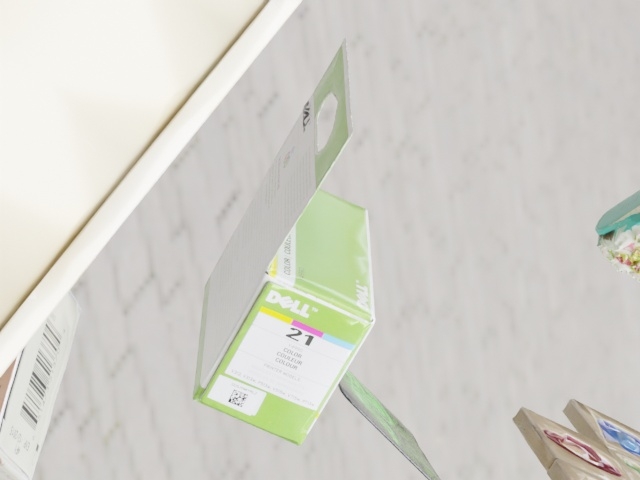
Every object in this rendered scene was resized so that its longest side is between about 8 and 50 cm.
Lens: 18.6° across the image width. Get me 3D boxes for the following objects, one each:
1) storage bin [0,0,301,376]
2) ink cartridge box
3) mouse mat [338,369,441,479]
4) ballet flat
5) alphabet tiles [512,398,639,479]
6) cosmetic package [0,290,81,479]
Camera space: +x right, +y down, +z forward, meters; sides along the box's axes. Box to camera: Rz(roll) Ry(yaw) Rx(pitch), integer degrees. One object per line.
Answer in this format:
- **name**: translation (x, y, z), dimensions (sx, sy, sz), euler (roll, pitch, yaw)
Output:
- **storage bin**: translation (-0.187, -0.043, 0.905), dimensions (0.123, 0.260, 0.262), euler (47, 59, -21)
- **ink cartridge box**: translation (0.000, 0.000, 1.516), dimensions (0.255, 0.097, 0.189), euler (-59, -166, 24)
- **mouse mat**: translation (0.051, 0.155, 1.770), dimensions (0.152, 0.007, 0.190), euler (45, 2, -19)
- **ballet flat**: translation (0.306, -0.037, 1.449), dimensions (0.077, 0.241, 0.091), euler (47, 46, -5)
- **alphabet tiles**: translation (0.179, 0.132, 0.685), dimensions (0.009, 0.237, 0.198), euler (-58, -157, 13)
- **cosmetic package**: translation (-0.346, 0.070, 1.448), dimensions (0.129, 0.296, 0.153), euler (75, 26, -69)
